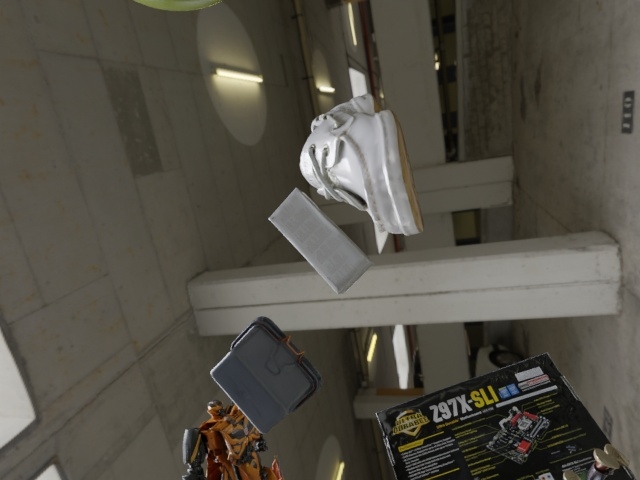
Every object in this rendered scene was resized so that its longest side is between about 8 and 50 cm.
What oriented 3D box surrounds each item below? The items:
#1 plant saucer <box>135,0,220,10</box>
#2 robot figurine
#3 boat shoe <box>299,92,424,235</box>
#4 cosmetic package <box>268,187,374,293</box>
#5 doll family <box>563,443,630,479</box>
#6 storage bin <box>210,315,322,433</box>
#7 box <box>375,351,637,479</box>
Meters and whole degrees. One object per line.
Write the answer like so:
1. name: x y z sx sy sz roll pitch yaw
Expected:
1. plant saucer: -0.156 -0.359 0.444 0.037 0.241 0.241 64 -175 32
2. robot figurine: -0.135 0.421 0.741 0.211 0.085 0.291 -14 -94 -67
3. boat shoe: 0.029 -0.074 0.408 0.277 0.096 0.098 -94 -11 -65
4. cosmetic package: 0.000 0.000 0.940 0.239 0.099 0.060 47 -171 17
5. doll family: 0.216 0.263 0.370 0.076 0.193 0.111 53 132 42
6. storage bin: -0.072 0.180 0.562 0.135 0.098 0.091 46 -160 6
7. box: 0.279 0.352 0.661 0.257 0.322 0.079 -108 -5 -49
